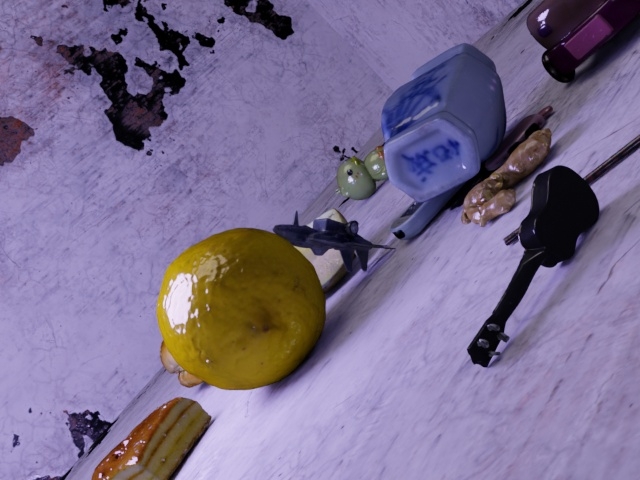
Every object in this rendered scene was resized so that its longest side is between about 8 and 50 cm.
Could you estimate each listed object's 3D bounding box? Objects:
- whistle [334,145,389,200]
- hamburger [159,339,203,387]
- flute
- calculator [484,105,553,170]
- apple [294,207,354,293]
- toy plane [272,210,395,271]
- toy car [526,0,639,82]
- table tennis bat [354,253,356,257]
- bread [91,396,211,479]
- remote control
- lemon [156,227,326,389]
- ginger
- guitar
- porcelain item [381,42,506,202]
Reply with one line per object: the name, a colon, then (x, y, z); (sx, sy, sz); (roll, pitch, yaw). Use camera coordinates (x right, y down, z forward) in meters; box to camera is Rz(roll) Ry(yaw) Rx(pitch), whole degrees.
whistle: (0.159, -0.230, 2.758); (0.294, 0.141, 0.141); (-43, 7, 16)
hamburger: (-0.278, 0.242, 2.372); (0.290, 0.170, 0.314); (-41, 3, -28)
flute: (0.343, -0.075, 1.198); (0.269, 0.014, 0.014); (-41, 7, 27)
calculator: (0.369, -0.192, 1.717); (0.166, 0.024, 0.103); (-46, 6, -2)
apple: (-0.019, 0.067, 2.066); (0.265, 0.120, 0.193); (-34, 43, 18)
toy plane: (0.001, -0.011, 1.838); (0.212, 0.267, 0.088); (-6, 69, 42)
toy car: (0.505, -0.488, 1.780); (0.271, 0.240, 0.340); (-42, 4, 37)
table tennis bat: (-0.004, 0.110, 2.160); (0.234, 0.022, 0.131); (-45, 6, 13)
bread: (-0.349, 0.431, 1.865); (0.184, 0.110, 0.234); (-40, 7, 32)
remote control: (0.231, -0.089, 1.824); (0.244, 0.047, 0.087); (-46, 14, -17)
lemon: (-0.148, 0.127, 1.727); (0.336, 0.336, 0.336); (-44, 7, 6)
ginger: (0.294, -0.098, 1.473); (0.176, 0.052, 0.193); (-34, 12, 32)
guitar: (0.233, 0.028, 1.019); (0.271, 0.084, 0.038); (-55, 13, -29)
porcelain item: (0.242, -0.233, 1.781); (0.243, 0.178, 0.405); (-28, 20, 27)
